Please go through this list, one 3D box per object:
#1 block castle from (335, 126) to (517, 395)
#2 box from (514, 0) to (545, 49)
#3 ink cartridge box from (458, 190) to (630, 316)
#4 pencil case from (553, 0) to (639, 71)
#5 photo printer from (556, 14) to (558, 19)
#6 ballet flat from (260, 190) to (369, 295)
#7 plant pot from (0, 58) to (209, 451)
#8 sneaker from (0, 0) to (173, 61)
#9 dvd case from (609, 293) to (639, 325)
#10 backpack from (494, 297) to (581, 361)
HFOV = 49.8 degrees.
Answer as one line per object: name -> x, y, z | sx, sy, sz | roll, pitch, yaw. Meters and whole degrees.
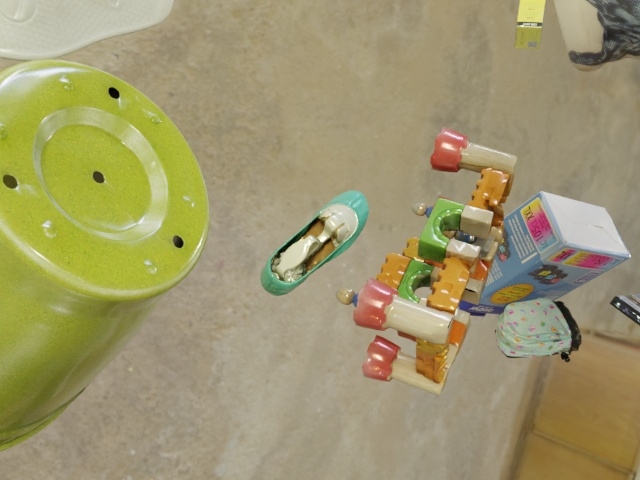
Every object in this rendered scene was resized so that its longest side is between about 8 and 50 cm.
block castle -> 0.205, 0.038, 1.329 | 0.303, 0.213, 0.453 | 79, 34, -54
box -> 0.483, -0.555, 1.563 | 0.087, 0.058, 0.232 | 60, 39, -66
ink cartridge box -> 0.498, 0.063, 1.692 | 0.270, 0.395, 0.151 | 9, 56, -35
pencil case -> 0.371, -0.247, 0.521 | 0.160, 0.410, 0.183 | 48, 56, -35
photo printer -> 0.614, -0.438, 1.308 | 0.307, 0.256, 0.107 | -82, 160, -63
ballet flat -> 0.000, 0.000, 1.170 | 0.247, 0.087, 0.083 | -43, 87, -15
plant pot -> -0.310, 0.007, 0.710 | 0.366, 0.353, 0.366 | 28, 49, -36
sneaker -> -0.349, -0.292, 0.882 | 0.295, 0.147, 0.104 | -26, 119, -39
dvd case -> 0.673, 0.167, 1.342 | 0.253, 0.180, 0.022 | 5, 122, -55
backpack -> 0.501, 0.206, 1.619 | 0.182, 0.152, 0.115 | -6, 128, -8
